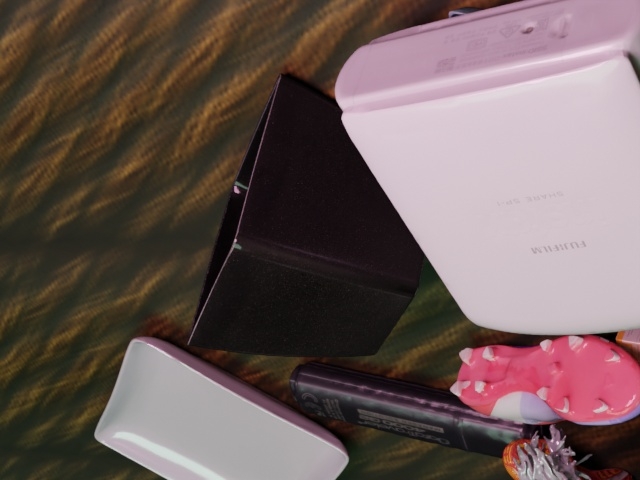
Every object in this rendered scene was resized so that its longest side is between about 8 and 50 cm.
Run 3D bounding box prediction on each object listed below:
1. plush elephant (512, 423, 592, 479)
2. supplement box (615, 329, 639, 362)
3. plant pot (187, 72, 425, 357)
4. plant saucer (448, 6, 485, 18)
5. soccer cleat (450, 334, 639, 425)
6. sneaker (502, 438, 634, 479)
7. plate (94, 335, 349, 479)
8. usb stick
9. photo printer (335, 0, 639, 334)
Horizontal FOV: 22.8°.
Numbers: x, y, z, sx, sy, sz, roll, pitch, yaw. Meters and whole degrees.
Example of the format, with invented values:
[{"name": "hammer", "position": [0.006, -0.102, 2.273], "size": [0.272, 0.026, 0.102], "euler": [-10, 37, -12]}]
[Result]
[{"name": "plush elephant", "position": [0.301, 0.333, 1.428], "size": [0.255, 0.272, 0.330], "euler": [21, 135, 33]}, {"name": "supplement box", "position": [0.318, 0.104, 1.415], "size": [0.098, 0.036, 0.062], "euler": [9, 140, 26]}, {"name": "plant pot", "position": [0.000, 0.000, 1.390], "size": [0.167, 0.188, 0.187], "euler": [19, 145, -6]}, {"name": "plant saucer", "position": [0.146, -0.112, 1.281], "size": [0.067, 0.018, 0.192], "euler": [12, 141, 22]}, {"name": "soccer cleat", "position": [0.225, 0.136, 1.468], "size": [0.095, 0.083, 0.248], "euler": [24, 163, -32]}, {"name": "sneaker", "position": [0.241, 0.246, 1.587], "size": [0.175, 0.064, 0.067], "euler": [27, 146, -32]}, {"name": "plate", "position": [-0.116, 0.228, 1.858], "size": [0.277, 0.045, 0.278], "euler": [29, 145, 1]}, {"name": "usb stick", "position": [0.100, 0.179, 1.651], "size": [0.278, 0.045, 0.077], "euler": [10, 147, 24]}, {"name": "photo printer", "position": [0.187, -0.043, 1.239], "size": [0.256, 0.107, 0.307], "euler": [-9, 134, 30]}]
